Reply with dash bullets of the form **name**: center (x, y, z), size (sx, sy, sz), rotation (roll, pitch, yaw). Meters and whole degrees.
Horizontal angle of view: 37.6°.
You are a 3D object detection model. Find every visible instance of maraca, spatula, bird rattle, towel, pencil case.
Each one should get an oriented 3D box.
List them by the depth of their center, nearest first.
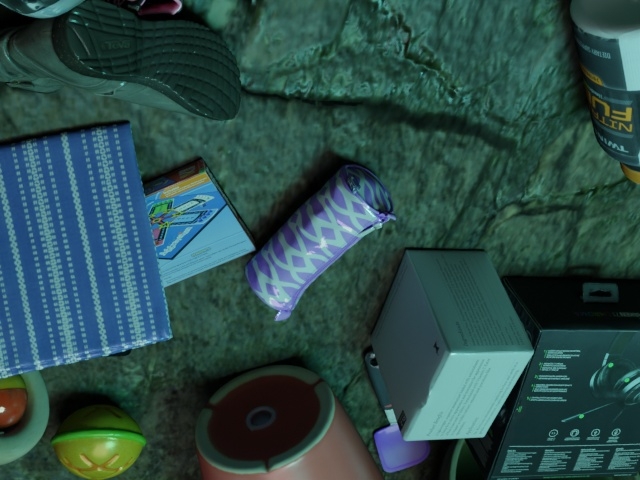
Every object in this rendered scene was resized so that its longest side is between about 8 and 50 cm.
- **towel**: center (-0.341, 0.025, 0.989), size (0.336, 0.040, 0.243), rotation (-12, 93, -4)
- **bird rattle**: center (-0.401, 0.188, 1.089), size (0.143, 0.253, 0.207), rotation (-41, 155, 28)
- **pencil case**: center (0.000, 0.000, 1.106), size (0.206, 0.088, 0.086), rotation (-44, 160, 29)
- **maraca**: center (-0.308, 0.282, 1.300), size (0.127, 0.099, 0.185), rotation (7, 157, -13)
- **spatula**: center (0.108, 0.258, 1.428), size (0.084, 0.030, 0.296), rotation (-17, 135, 1)

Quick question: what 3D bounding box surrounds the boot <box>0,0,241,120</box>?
- **boot**: center (-0.202, -0.166, 0.890), size (0.161, 0.083, 0.247), rotation (0, 174, 34)

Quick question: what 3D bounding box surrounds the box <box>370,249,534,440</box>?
- **box**: center (0.162, 0.135, 1.215), size (0.119, 0.181, 0.181), rotation (1, 133, -19)

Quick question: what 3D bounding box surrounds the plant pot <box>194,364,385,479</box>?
- **plant pot**: center (-0.048, 0.325, 1.307), size (0.275, 0.275, 0.243), rotation (-16, 124, 1)

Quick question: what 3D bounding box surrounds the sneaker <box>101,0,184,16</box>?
- **sneaker**: center (-0.180, -0.227, 0.860), size (0.119, 0.057, 0.047), rotation (-2, 136, -11)

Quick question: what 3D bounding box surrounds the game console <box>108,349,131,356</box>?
- **game console**: center (-0.285, 0.127, 1.130), size (0.122, 0.071, 0.107), rotation (1, 134, -16)

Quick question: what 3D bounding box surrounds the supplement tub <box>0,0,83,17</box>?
- **supplement tub**: center (-0.129, -0.329, 0.667), size (0.338, 0.207, 0.207), rotation (-30, 134, 14)

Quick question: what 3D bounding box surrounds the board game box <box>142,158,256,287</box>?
- **board game box**: center (-0.232, 0.013, 1.101), size (0.281, 0.027, 0.145), rotation (-22, 137, 7)

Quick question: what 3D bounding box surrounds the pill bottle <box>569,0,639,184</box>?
- **pill bottle**: center (0.351, -0.168, 1.005), size (0.131, 0.130, 0.245), rotation (-22, 135, 7)

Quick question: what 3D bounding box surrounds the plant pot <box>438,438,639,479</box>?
- **plant pot**: center (0.308, 0.443, 1.502), size (0.323, 0.323, 0.280), rotation (1, 150, -16)

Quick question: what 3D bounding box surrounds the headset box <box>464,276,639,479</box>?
- **headset box**: center (0.356, 0.188, 1.319), size (0.247, 0.131, 0.283), rotation (1, 120, -16)
